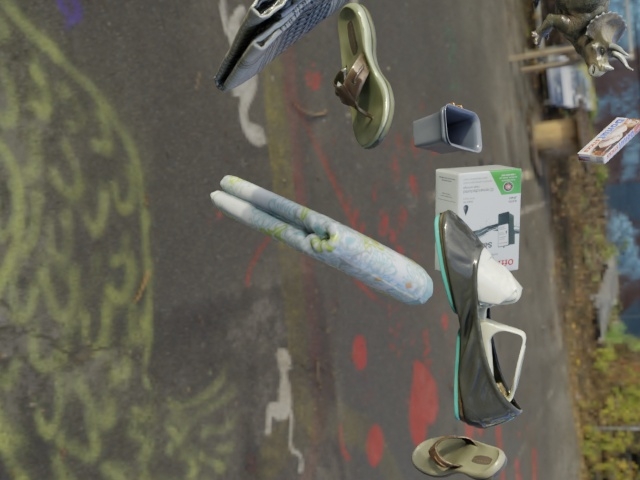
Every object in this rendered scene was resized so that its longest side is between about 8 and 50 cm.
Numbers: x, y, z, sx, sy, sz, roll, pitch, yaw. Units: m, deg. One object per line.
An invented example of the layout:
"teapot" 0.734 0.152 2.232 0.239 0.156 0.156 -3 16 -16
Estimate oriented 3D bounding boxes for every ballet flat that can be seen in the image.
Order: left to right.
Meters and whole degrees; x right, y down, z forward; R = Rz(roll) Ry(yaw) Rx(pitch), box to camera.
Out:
"ballet flat" 0.208 0.096 1.057 0.095 0.096 0.280 -25 109 -67

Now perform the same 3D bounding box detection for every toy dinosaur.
"toy dinosaur" 0.444 -0.432 1.467 0.121 0.160 0.313 -18 96 -57

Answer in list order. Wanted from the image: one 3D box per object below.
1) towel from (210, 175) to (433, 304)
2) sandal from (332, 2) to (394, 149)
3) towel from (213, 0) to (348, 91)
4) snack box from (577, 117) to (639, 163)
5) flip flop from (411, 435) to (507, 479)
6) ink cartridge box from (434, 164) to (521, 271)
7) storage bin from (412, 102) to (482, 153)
"towel" 0.000 0.000 1.629 0.321 0.374 0.090 24 91 -46
"sandal" 0.062 -0.313 1.613 0.086 0.120 0.302 -2 72 -32
"towel" -0.011 -0.354 1.264 0.312 0.324 0.056 -39 94 -16
"snack box" 0.642 -0.222 1.857 0.178 0.064 0.022 -38 123 -32
"flip flop" 0.317 0.504 1.983 0.080 0.277 0.112 46 63 -21
"ink cartridge box" 0.311 -0.039 1.661 0.153 0.087 0.208 -7 103 -24
"storage bin" 0.252 -0.223 1.700 0.135 0.091 0.098 5 79 -50
